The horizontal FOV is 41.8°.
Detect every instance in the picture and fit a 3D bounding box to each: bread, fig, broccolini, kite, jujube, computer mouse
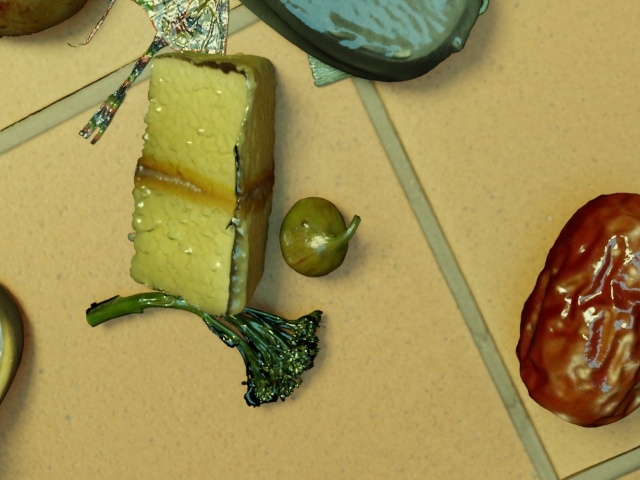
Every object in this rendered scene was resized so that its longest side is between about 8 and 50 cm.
[{"bbox_3d":[-0.108,-0.064,0.894,0.142,0.178,0.266,-6,109,-33],"label":"bread"},{"bbox_3d":[0.000,0.000,0.906,0.082,0.098,0.084,44,79,-25],"label":"fig"},{"bbox_3d":[-0.135,0.121,0.957,0.271,0.062,0.123,8,92,0],"label":"broccolini"},{"bbox_3d":[-0.187,-0.206,0.913,0.198,0.006,0.244,44,99,-8],"label":"kite"},{"bbox_3d":[0.304,0.072,0.879,0.174,0.174,0.250,19,98,-3],"label":"jujube"},{"bbox_3d":[-0.007,-0.311,0.836,0.374,0.114,0.203,39,97,-12],"label":"computer mouse"}]

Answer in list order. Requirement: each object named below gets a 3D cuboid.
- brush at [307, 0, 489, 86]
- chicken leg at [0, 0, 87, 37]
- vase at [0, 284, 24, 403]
[{"bbox_3d":[0.082,-0.233,0.902,0.205,0.011,0.083,-15,100,3],"label":"brush"},{"bbox_3d":[-0.301,-0.306,0.836,0.177,0.083,0.322,25,114,0],"label":"chicken leg"},{"bbox_3d":[-0.488,0.136,0.901,0.329,0.241,0.302,-23,87,-23],"label":"vase"}]
